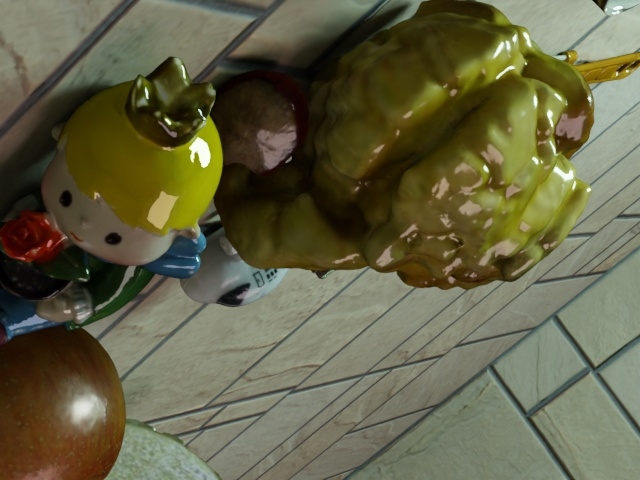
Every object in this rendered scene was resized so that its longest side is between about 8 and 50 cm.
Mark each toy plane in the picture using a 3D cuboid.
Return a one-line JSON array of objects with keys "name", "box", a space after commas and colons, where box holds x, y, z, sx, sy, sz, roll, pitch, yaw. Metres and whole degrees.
[{"name": "toy plane", "box": [-0.051, 0.009, 1.441, 0.174, 0.080, 0.174, -30, 164, -9]}]

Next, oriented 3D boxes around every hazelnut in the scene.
[{"name": "hazelnut", "box": [-0.048, -0.089, 1.162, 0.086, 0.086, 0.086, -33, 165, -10]}]

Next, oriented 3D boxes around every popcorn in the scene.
[{"name": "popcorn", "box": [0.079, -0.063, 1.255, 0.332, 0.225, 0.265, -18, 166, -16]}]

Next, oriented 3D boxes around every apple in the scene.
[{"name": "apple", "box": [-0.268, 0.171, 1.282, 0.235, 0.173, 0.210, -36, 166, 0]}]

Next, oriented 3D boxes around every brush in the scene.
[{"name": "brush", "box": [0.284, -0.181, 1.709, 0.090, 0.017, 0.314, -45, 163, 33]}]

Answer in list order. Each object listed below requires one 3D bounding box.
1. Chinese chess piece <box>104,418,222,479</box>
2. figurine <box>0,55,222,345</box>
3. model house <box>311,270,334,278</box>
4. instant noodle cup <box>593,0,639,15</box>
[{"name": "Chinese chess piece", "box": [-0.219, 0.312, 1.641, 0.270, 0.270, 0.112, -20, 144, -44]}, {"name": "figurine", "box": [-0.161, -0.021, 1.056, 0.185, 0.127, 0.234, -19, 170, -25]}, {"name": "model house", "box": [0.000, 0.000, 1.569, 0.058, 0.057, 0.083, -31, 167, -32]}, {"name": "instant noodle cup", "box": [0.221, -0.248, 1.153, 0.151, 0.122, 0.151, -30, 165, -9]}]
